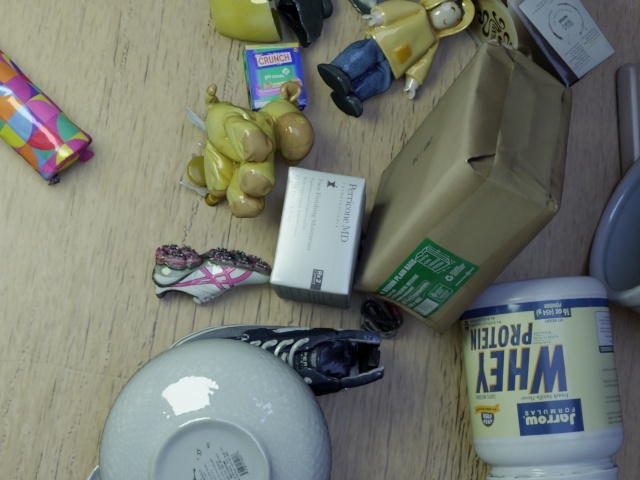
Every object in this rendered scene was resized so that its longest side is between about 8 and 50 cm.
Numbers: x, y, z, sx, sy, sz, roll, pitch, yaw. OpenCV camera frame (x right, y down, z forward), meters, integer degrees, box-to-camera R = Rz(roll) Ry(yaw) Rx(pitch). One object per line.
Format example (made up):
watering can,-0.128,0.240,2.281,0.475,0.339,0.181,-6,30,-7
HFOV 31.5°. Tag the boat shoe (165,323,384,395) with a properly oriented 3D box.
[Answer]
boat shoe,-0.067,0.178,1.711,0.341,0.158,0.127,-5,82,-17

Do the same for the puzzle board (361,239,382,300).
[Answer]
puzzle board,0.114,0.050,1.824,0.128,0.011,0.096,7,75,-47

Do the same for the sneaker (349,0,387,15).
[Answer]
sneaker,0.085,-0.530,1.879,0.122,0.146,0.330,-11,86,-19

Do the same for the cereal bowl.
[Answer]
cereal bowl,-0.149,0.311,1.581,0.339,0.141,0.338,0,91,0

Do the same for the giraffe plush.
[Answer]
giraffe plush,-0.086,-0.155,1.755,0.171,0.181,0.210,-15,56,-31

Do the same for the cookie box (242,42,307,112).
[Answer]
cookie box,-0.075,-0.263,1.842,0.092,0.040,0.107,-6,82,-15

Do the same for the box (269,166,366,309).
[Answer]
box,0.000,0.000,1.734,0.119,0.182,0.181,8,80,3

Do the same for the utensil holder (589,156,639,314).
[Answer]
utensil holder,0.694,0.039,1.868,0.385,0.327,0.327,29,75,-13

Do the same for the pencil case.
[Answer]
pencil case,-0.450,-0.193,1.699,0.236,0.104,0.104,46,72,-6

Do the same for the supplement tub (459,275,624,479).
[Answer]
supplement tub,0.347,0.228,1.778,0.235,0.235,0.324,-3,82,-16

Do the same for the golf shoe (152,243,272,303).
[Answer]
golf shoe,-0.168,0.056,1.759,0.186,0.067,0.086,5,108,-16

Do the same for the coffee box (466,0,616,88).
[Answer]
coffee box,0.336,-0.382,1.912,0.119,0.168,0.297,-36,91,-18

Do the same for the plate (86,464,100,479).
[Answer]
plate,-0.277,0.510,1.657,0.278,0.045,0.277,32,75,-9

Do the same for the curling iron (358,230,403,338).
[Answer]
curling iron,0.064,0.031,1.836,0.068,0.035,0.274,-19,87,-18

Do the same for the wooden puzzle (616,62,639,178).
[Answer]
wooden puzzle,0.647,-0.202,2.039,0.239,0.044,0.220,1,81,-11

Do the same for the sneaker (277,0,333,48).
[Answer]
sneaker,-0.038,-0.404,1.861,0.089,0.051,0.170,-33,94,-36

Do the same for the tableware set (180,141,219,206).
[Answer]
tableware set,-0.153,-0.128,1.810,0.104,0.024,0.154,27,74,-13

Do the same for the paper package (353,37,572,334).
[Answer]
paper package,0.214,-0.077,1.701,0.168,0.325,0.309,29,43,-10

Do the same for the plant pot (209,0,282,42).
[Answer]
plant pot,-0.123,-0.372,1.812,0.095,0.134,0.134,-14,84,5

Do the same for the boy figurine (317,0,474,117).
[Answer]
boy figurine,0.136,-0.317,1.872,0.285,0.092,0.177,-36,125,-13
